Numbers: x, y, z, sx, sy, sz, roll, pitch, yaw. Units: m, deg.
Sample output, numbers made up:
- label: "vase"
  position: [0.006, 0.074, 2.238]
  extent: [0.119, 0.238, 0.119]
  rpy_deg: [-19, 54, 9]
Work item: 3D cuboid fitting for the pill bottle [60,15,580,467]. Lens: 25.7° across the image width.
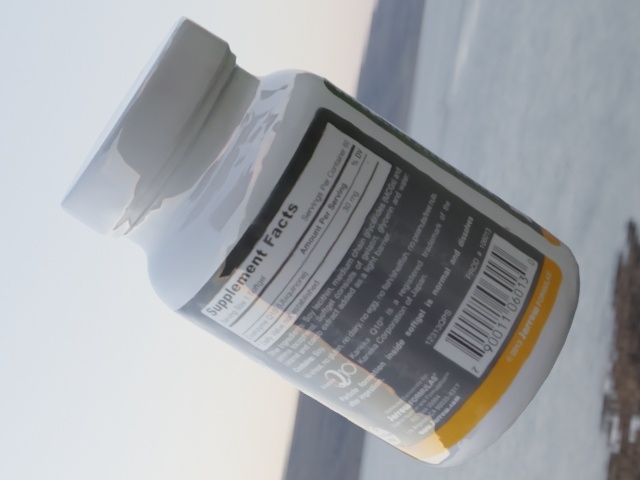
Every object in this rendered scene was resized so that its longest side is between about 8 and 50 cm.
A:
- label: "pill bottle"
  position: [0.000, 0.000, 0.823]
  extent: [0.162, 0.278, 0.162]
  rpy_deg: [-54, 12, 16]
